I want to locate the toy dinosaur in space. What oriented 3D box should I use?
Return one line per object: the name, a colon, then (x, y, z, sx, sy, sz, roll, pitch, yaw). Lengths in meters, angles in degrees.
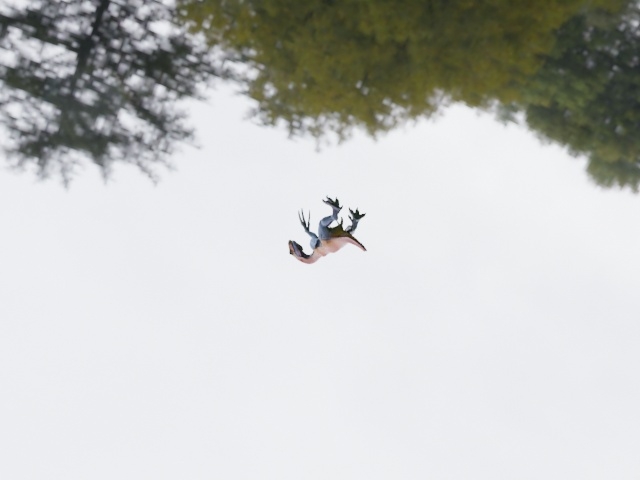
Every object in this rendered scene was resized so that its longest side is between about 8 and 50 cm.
toy dinosaur: (0.000, 0.000, 0.860, 0.047, 0.082, 0.090, 19, -143, -16)
